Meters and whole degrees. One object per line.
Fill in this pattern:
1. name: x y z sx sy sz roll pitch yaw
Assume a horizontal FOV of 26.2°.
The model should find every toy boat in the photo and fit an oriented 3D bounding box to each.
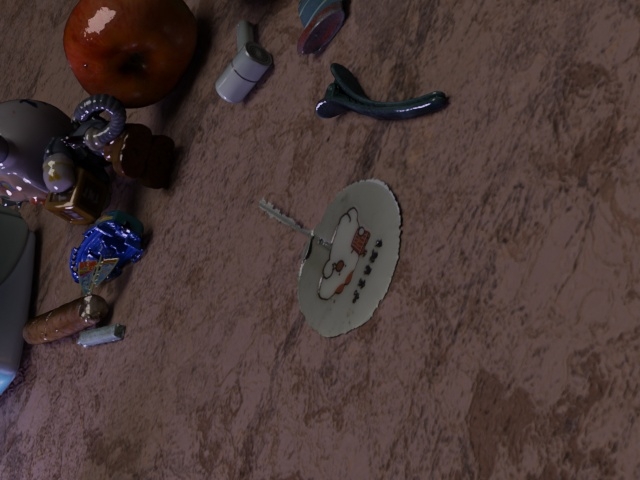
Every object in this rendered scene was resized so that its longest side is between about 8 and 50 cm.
1. toy boat: -0.336 0.036 2.064 0.175 0.091 0.110 -38 29 47
2. toy boat: -0.007 -0.307 1.814 0.096 0.034 0.122 -47 35 23

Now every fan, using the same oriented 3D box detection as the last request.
1. fan: 0.001 0.000 1.634 0.329 0.009 0.190 29 98 56

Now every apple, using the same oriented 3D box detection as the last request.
1. apple: -0.287 -0.303 2.096 0.209 0.209 0.164 -57 26 19

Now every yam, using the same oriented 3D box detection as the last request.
1. yam: -0.402 0.125 2.151 0.241 0.057 0.056 -18 57 53

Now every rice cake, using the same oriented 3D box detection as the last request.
1. rice cake: -0.329 0.142 2.057 0.121 0.022 0.022 -15 54 51

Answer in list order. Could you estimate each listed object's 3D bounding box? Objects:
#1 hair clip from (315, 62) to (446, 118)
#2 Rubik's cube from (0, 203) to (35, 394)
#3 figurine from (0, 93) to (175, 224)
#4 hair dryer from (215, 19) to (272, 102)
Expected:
1. hair clip: 0.073 -0.162 1.606 0.229 0.039 0.070 21 90 55
2. Rubik's cube: -0.720 0.118 2.368 0.352 0.352 0.347 -36 44 39
3. figurine: -0.404 -0.122 2.132 0.382 0.261 0.186 7 67 36
4. hair dryer: -0.110 -0.264 1.943 0.082 0.047 0.137 -46 32 34
